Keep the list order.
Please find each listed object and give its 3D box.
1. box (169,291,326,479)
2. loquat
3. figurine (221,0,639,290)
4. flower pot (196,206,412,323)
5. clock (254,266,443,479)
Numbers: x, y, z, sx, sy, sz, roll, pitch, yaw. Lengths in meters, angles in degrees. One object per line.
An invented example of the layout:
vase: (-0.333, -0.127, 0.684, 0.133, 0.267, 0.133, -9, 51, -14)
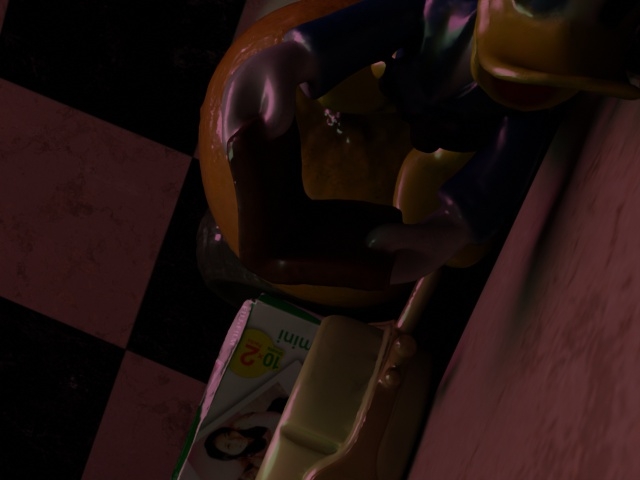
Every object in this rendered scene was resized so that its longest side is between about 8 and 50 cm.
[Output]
box: (-0.036, 0.195, 0.929, 0.103, 0.180, 0.250, 84, -152, -75)
loquat: (0.025, -0.075, 0.773, 0.263, 0.263, 0.263, 23, -90, -87)
figurine: (0.060, -0.100, 0.468, 0.284, 0.204, 0.338, -35, -7, -31)
flower pot: (0.000, 0.000, 1.092, 0.302, 0.302, 0.213, 102, -170, -74)
clock: (0.010, 0.158, 0.699, 0.235, 0.096, 0.308, -61, -6, -61)
